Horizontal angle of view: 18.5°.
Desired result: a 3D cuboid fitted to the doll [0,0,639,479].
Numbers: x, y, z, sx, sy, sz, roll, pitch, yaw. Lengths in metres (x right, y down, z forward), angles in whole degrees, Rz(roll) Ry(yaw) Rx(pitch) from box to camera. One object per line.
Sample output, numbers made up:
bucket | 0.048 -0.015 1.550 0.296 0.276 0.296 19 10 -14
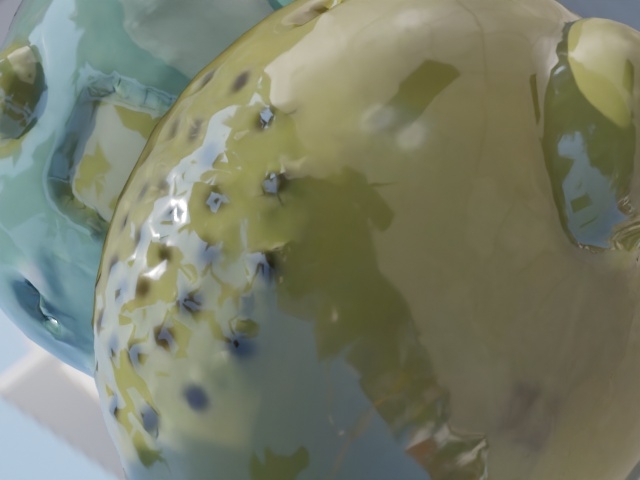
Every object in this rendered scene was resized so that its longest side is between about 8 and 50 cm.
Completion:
doll | 0.000 0.000 0.548 0.161 0.177 0.261 20 -170 -31
